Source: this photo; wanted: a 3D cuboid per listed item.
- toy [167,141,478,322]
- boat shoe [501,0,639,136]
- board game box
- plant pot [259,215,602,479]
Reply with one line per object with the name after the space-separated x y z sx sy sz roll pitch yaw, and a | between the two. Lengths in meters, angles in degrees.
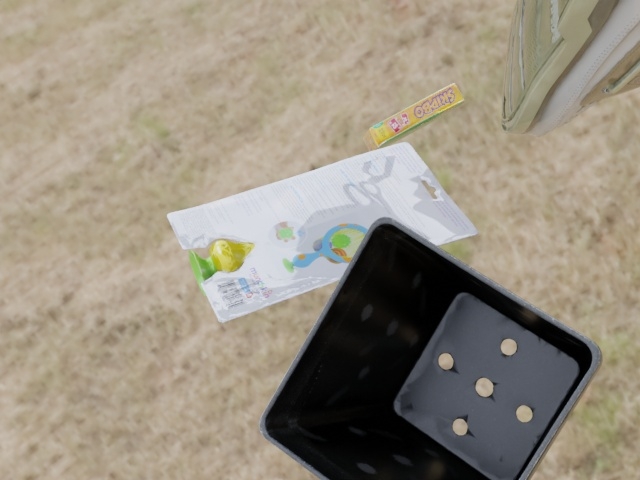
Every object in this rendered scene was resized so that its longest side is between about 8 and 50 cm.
0.000 0.000 0.973 0.237 0.056 0.137 -16 48 -18 | toy
0.187 -0.137 0.713 0.103 0.113 0.302 5 -12 -2 | boat shoe
0.122 -0.161 1.496 0.124 0.039 0.259 -28 5 1 | board game box
0.103 0.113 0.840 0.188 0.167 0.187 33 99 25 | plant pot
